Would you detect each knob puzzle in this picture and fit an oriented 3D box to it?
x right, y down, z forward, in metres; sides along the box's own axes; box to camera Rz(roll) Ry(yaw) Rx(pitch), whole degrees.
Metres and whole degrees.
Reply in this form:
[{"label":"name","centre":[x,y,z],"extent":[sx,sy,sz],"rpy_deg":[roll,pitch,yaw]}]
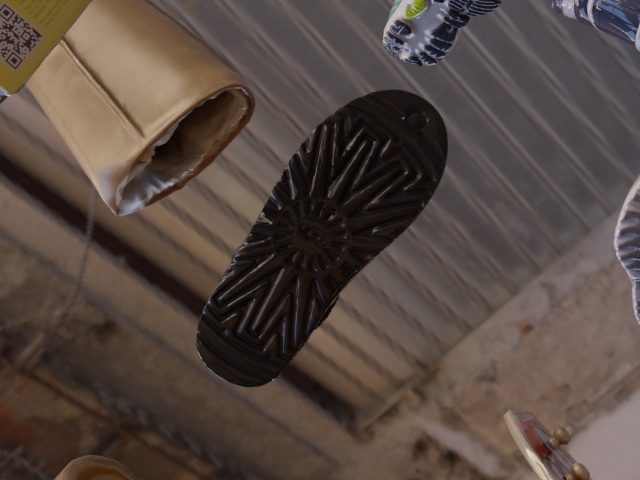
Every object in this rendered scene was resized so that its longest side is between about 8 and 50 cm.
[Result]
[{"label":"knob puzzle","centre":[0.243,0.225,1.072],"extent":[0.213,0.030,0.213],"rpy_deg":[44,-170,-10]}]

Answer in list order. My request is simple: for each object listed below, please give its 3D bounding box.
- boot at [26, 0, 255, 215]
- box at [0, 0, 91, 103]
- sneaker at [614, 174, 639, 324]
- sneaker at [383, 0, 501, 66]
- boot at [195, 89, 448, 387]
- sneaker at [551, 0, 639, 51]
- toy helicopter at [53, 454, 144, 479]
[{"label":"boot","centre":[-0.213,-0.115,0.895],"extent":[0.269,0.236,0.089],"rpy_deg":[49,-173,29]},{"label":"box","centre":[-0.184,-0.081,0.565],"extent":[0.058,0.087,0.232],"rpy_deg":[41,150,-19]},{"label":"sneaker","centre":[0.410,-0.007,1.411],"extent":[0.281,0.105,0.115],"rpy_deg":[74,-156,-49]},{"label":"sneaker","centre":[0.153,-0.317,1.373],"extent":[0.107,0.275,0.110],"rpy_deg":[22,-120,-18]},{"label":"boot","centre":[-0.004,-0.002,1.231],"extent":[0.131,0.348,0.260],"rpy_deg":[41,-178,3]},{"label":"sneaker","centre":[0.337,-0.259,1.175],"extent":[0.153,0.099,0.282],"rpy_deg":[31,-148,26]},{"label":"toy helicopter","centre":[-0.031,0.237,0.785],"extent":[0.355,0.140,0.235],"rpy_deg":[36,-157,-23]}]
